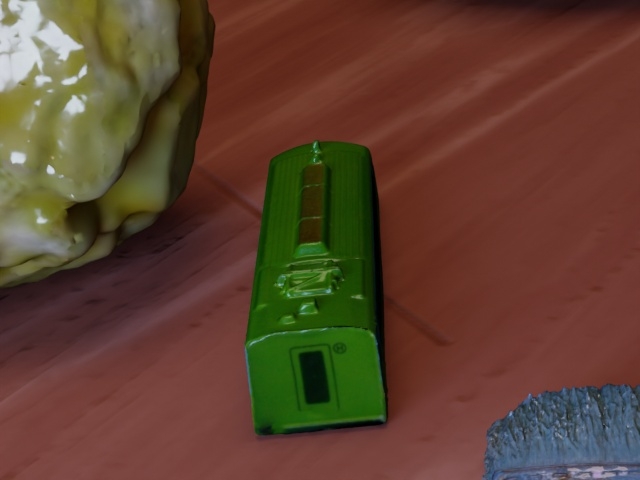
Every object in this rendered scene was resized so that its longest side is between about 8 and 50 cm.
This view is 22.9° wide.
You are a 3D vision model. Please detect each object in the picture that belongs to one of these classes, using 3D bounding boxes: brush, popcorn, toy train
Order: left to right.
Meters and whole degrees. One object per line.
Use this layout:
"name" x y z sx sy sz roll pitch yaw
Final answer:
"popcorn" -0.163 -0.084 0.607 0.249 0.225 0.249 -1 24 0
"toy train" 0.000 0.000 0.587 0.044 0.042 0.209 -5 24 3
"brush" 0.071 0.093 0.389 0.070 0.021 0.196 -2 26 10
